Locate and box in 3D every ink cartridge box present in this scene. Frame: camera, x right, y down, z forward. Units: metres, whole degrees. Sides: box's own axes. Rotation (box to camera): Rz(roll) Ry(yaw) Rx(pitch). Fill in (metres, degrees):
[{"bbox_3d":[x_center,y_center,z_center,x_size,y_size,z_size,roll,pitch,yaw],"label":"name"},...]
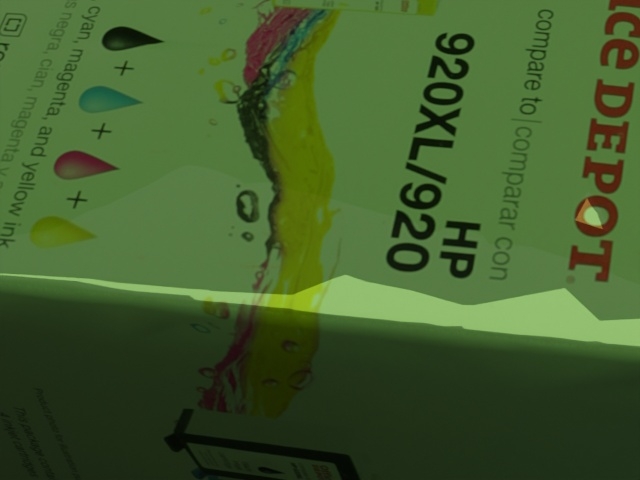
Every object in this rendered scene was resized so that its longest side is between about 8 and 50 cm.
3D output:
[{"bbox_3d":[0.000,0.000,0.499,0.233,0.168,0.171,6,54,13],"label":"ink cartridge box"}]
